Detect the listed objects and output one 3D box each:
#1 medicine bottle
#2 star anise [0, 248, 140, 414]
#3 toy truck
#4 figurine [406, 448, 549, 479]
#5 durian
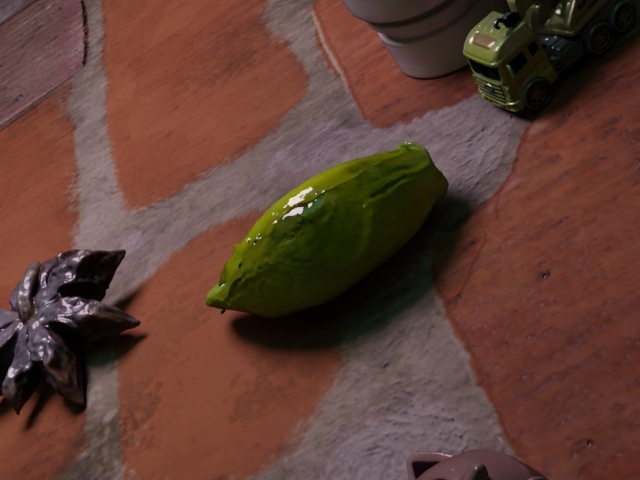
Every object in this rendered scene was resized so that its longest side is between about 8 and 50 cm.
[{"bbox_3d":[0.077,-0.315,1.039,0.170,0.293,0.170,-22,39,19],"label":"medicine bottle"},{"bbox_3d":[-0.301,0.083,1.111,0.230,0.081,0.262,-49,38,3],"label":"star anise"},{"bbox_3d":[0.212,-0.209,0.970,0.169,0.100,0.077,-41,34,-5],"label":"toy truck"},{"bbox_3d":[0.094,0.188,0.621,0.138,0.125,0.125,-11,42,52],"label":"figurine"},{"bbox_3d":[0.000,0.000,0.932,0.250,0.101,0.139,-36,1,3],"label":"durian"}]
